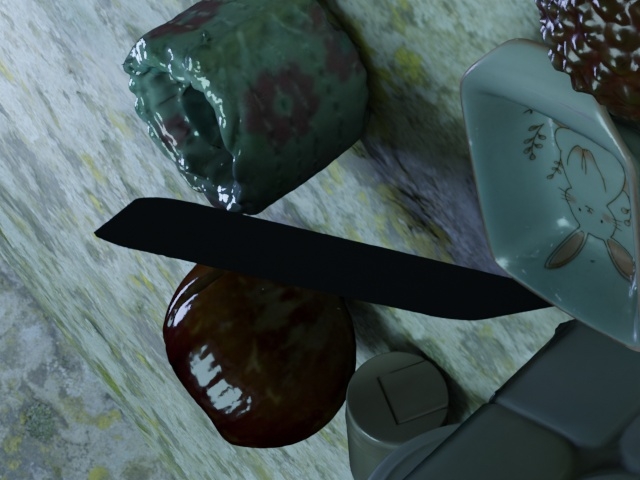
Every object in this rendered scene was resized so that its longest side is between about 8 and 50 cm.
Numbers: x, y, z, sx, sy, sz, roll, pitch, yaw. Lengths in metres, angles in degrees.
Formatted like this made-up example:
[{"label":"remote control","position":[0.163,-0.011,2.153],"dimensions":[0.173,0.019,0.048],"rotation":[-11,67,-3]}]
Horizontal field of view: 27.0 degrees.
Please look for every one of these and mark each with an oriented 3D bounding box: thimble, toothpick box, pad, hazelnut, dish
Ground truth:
[{"label":"thimble","position":[-0.064,-0.132,1.151],"dimensions":[0.185,0.149,0.211],"rotation":[49,160,12]},{"label":"toothpick box","position":[0.083,0.208,1.459],"dimensions":[0.111,0.111,0.181],"rotation":[42,158,24]},{"label":"pad","position":[0.000,0.001,1.152],"dimensions":[0.375,0.063,0.315],"rotation":[14,166,-18]},{"label":"hazelnut","position":[-0.056,0.109,1.490],"dimensions":[0.234,0.218,0.218],"rotation":[55,160,8]},{"label":"dish","position":[0.177,-0.043,0.909],"dimensions":[0.154,0.064,0.234],"rotation":[34,154,39]}]

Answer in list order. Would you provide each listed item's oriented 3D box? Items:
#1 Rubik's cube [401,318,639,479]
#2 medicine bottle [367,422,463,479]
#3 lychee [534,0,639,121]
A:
[{"label":"Rubik's cube","position":[0.245,0.324,0.982],"dimensions":[0.346,0.347,0.344],"rotation":[26,148,51]},{"label":"medicine bottle","position":[0.162,0.338,1.326],"dimensions":[0.238,0.238,0.232],"rotation":[33,152,41]},{"label":"lychee","position":[0.171,-0.136,0.632],"dimensions":[0.197,0.165,0.165],"rotation":[34,158,2]}]
